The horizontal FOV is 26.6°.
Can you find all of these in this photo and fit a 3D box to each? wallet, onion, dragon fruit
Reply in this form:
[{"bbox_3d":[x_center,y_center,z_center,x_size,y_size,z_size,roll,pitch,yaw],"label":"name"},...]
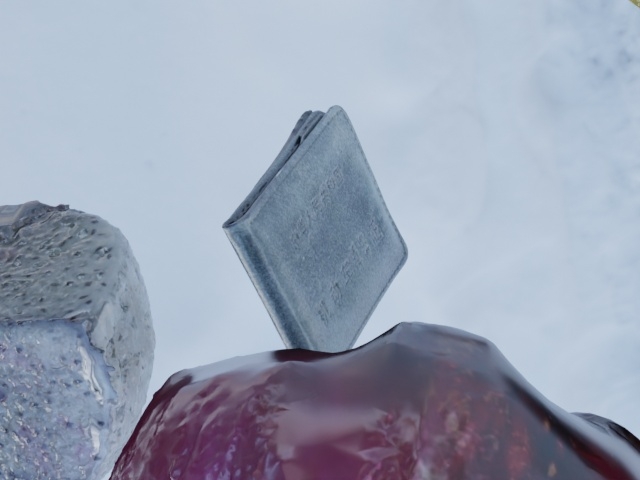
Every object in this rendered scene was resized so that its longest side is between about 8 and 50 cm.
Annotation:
[{"bbox_3d":[0.002,0.000,1.112,0.036,0.222,0.167,-14,113,28],"label":"wallet"},{"bbox_3d":[0.030,0.276,0.827,0.398,0.420,0.398,11,143,9],"label":"onion"},{"bbox_3d":[-0.278,0.105,1.289,0.283,0.204,0.221,-6,119,18],"label":"dragon fruit"}]

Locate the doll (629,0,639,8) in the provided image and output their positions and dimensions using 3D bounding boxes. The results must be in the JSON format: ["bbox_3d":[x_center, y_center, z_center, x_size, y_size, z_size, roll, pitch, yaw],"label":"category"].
[{"bbox_3d":[0.357,-0.405,1.641,0.316,0.145,0.103,40,171,21],"label":"doll"}]
